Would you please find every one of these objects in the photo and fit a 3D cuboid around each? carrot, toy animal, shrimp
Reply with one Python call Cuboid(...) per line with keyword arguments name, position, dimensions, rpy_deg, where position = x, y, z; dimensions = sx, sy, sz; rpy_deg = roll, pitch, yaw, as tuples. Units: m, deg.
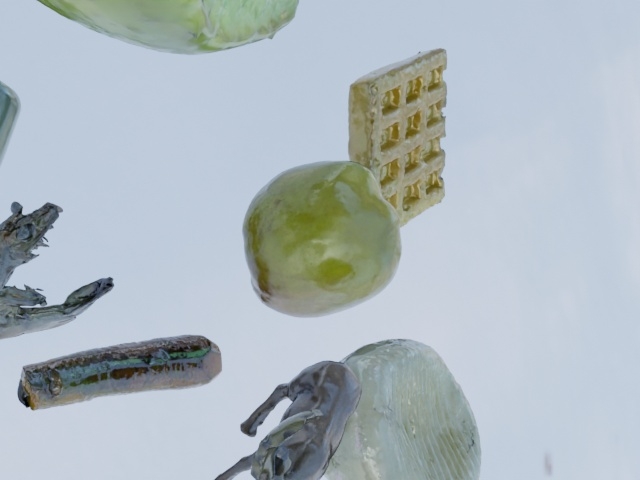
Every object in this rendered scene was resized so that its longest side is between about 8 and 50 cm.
Cuboid(name="carrot", position=(-0.239, 0.160, 1.545), dimensions=(0.260, 0.070, 0.070), rpy_deg=(-7, 94, -35))
Cuboid(name="toy animal", position=(-0.024, 0.173, 1.029), dimensions=(0.094, 0.186, 0.214), rpy_deg=(41, 49, -12))
Cuboid(name="shrimp", position=(-0.267, 0.034, 1.175), dimensions=(0.150, 0.217, 0.051), rpy_deg=(17, 49, -33))

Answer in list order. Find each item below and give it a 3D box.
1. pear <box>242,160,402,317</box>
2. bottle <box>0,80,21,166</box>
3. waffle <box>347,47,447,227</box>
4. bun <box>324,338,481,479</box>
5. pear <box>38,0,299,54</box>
Cuboid(name="pear", position=(0.000, 0.000, 1.547), dimensions=(0.200, 0.200, 0.200), rpy_deg=(9, 80, -61))
Cuboid(name="bottle", position=(-0.498, -0.049, 1.582), dimensions=(0.168, 0.168, 0.347), rpy_deg=(34, 68, -56))
Cuboid(name="waffle", position=(0.112, -0.139, 1.850), dimensions=(0.221, 0.055, 0.248), rpy_deg=(-30, 126, -52))
Cuboid(name="bun", position=(0.070, 0.214, 1.341), dimensions=(0.231, 0.133, 0.231), rpy_deg=(27, 53, -44))
Cuboid(name="pear", position=(-0.107, -0.276, 0.505), dimensions=(0.342, 0.318, 0.238), rpy_deg=(-66, 166, 23))
